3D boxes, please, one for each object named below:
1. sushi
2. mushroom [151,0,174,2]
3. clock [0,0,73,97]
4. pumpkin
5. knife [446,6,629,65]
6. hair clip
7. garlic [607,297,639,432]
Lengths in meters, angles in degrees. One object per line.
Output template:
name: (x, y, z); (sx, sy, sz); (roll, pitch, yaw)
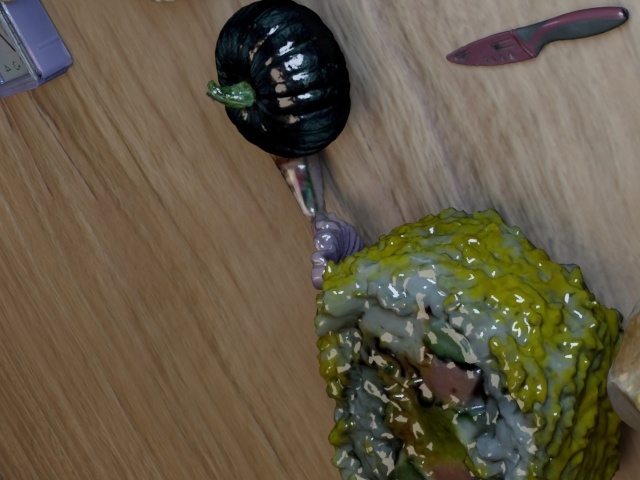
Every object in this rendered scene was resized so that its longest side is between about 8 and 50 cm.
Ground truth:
sushi: (0.162, 0.167, 1.461); (0.351, 0.240, 0.396); (19, 127, 35)
mushroom: (-0.263, -0.371, 1.436); (0.208, 0.301, 0.233); (-128, 26, -72)
clock: (-0.473, -0.321, 1.898); (0.144, 0.073, 0.193); (-6, 116, 51)
pumpkin: (-0.043, -0.188, 1.471); (0.194, 0.150, 0.194); (29, 161, 11)
knife: (0.213, -0.202, 1.269); (0.247, 0.018, 0.035); (-6, 120, 55)
hair clip: (0.006, -0.004, 1.605); (0.069, 0.173, 0.300); (-21, 87, 24)
garlic: (0.398, 0.094, 1.207); (0.203, 0.185, 0.281); (22, 123, -3)
